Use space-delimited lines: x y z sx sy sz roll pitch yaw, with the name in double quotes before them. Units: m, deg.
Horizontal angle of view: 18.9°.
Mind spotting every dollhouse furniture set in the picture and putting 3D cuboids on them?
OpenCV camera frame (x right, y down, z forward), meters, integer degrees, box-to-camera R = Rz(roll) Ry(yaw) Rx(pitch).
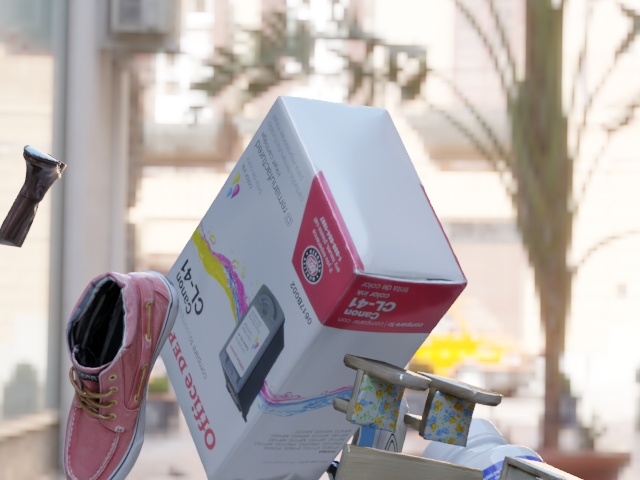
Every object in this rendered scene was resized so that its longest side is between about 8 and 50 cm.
"dollhouse furniture set" 0.125 0.232 1.616 0.242 0.212 0.161 14 1 -29

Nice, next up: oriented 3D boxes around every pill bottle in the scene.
"pill bottle" 0.231 0.339 2.273 0.152 0.152 0.272 2 36 -37

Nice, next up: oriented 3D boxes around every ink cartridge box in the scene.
"ink cartridge box" -0.021 0.051 1.775 0.131 0.226 0.306 6 -46 -35

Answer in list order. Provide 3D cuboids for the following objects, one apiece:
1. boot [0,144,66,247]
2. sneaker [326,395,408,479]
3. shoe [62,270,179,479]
"boot" -0.320 -0.043 2.063 0.037 0.114 0.106 32 0 14
"sneaker" 0.046 0.268 1.949 0.086 0.237 0.085 0 -5 -2
"shoe" -0.163 0.105 1.413 0.063 0.178 0.081 21 5 22
